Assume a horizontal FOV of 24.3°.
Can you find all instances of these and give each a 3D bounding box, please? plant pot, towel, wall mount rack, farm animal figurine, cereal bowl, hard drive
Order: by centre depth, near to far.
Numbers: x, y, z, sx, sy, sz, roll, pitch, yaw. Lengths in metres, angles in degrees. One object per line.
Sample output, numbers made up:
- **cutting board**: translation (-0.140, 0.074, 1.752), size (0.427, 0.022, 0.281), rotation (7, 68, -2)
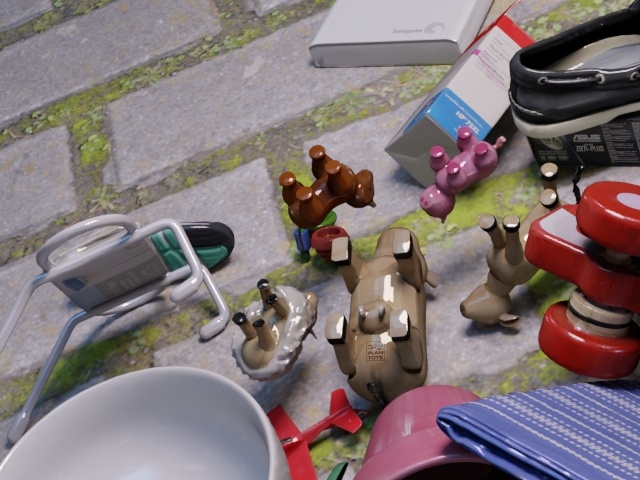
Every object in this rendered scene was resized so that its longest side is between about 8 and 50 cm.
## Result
- **towel**: translation (0.281, 0.189, 1.277), size (0.243, 0.040, 0.336), rotation (27, 18, 38)
- **plant pot**: translation (0.114, 0.231, 1.353), size (0.201, 0.201, 0.180), rotation (-20, 25, 8)
- **cereal bowl**: translation (-0.176, 0.297, 1.500), size (0.339, 0.141, 0.339), rotation (-15, 41, 14)
- **farm animal figurine**: translation (0.102, 0.043, 1.622), size (0.330, 0.172, 0.326), rotation (10, 61, 25)
- **wall mount rack**: translation (-0.266, 0.099, 1.690), size (0.304, 0.350, 0.130), rotation (-26, 74, -2)
- **hard drive**: translation (0.152, -0.382, 2.136), size (0.233, 0.047, 0.353), rotation (2, 48, 30)

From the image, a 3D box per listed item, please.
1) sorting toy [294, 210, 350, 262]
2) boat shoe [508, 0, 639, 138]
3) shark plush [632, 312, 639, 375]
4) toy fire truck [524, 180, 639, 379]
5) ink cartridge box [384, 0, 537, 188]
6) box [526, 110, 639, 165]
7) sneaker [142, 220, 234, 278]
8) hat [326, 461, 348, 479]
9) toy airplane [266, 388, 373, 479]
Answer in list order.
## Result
- **sorting toy**: translation (0.000, 0.000, 1.815), size (0.061, 0.042, 0.102), rotation (-15, 26, -10)
- **boat shoe**: translation (0.370, -0.227, 1.676), size (0.340, 0.113, 0.127), rotation (-17, 42, 10)
- **shark plush**: translation (0.345, 0.106, 1.502), size (0.067, 0.073, 0.161), rotation (3, 32, -14)
- **toy fire truck**: translation (0.363, 0.040, 1.432), size (0.302, 0.169, 0.254), rotation (25, 27, 27)
- **ink cartridge box**: translation (0.191, -0.185, 1.827), size (0.231, 0.078, 0.134), rotation (-51, 5, -26)
- **box**: translation (0.351, -0.165, 1.770), size (0.180, 0.077, 0.147), rotation (3, 48, 30)
- **sneaker**: translation (-0.214, 0.002, 1.890), size (0.224, 0.083, 0.098), rotation (-16, 36, 14)
- **hat**: translation (0.048, 0.343, 1.400), size (0.184, 0.173, 0.208), rotation (29, 83, 9)
- **toy airplane**: translation (-0.013, 0.212, 1.593), size (0.151, 0.028, 0.151), rotation (-16, 40, 13)
